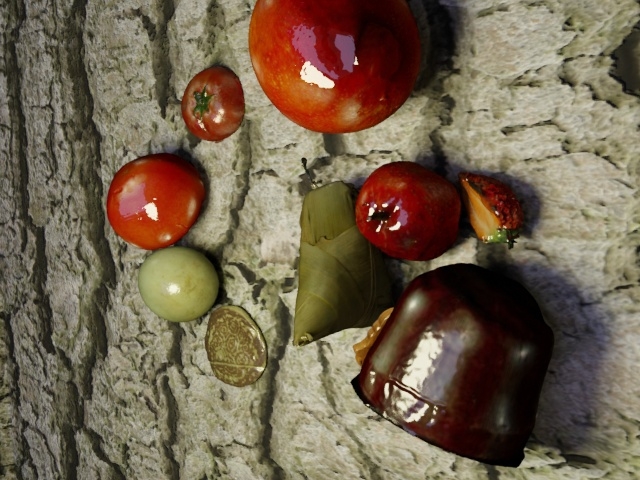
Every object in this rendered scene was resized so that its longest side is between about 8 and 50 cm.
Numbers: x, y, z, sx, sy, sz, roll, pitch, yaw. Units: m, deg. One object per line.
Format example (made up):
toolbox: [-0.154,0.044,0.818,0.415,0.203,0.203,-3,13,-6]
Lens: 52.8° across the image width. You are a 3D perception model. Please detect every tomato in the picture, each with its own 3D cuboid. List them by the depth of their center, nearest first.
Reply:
tomato: [-0.318,-0.392,1.845,0.225,0.085,0.224,1,91,38]
tomato: [-0.488,-0.126,1.871,0.299,0.226,0.298,-23,45,25]

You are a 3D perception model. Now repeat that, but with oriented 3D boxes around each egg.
egg: [-0.424,0.122,1.890,0.296,0.219,0.218,17,105,52]

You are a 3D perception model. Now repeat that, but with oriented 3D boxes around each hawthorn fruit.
hawthorn fruit: [0.170,-0.065,1.370,0.230,0.266,0.210,46,114,25]

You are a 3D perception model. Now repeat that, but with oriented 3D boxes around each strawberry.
strawberry: [0.357,-0.068,1.331,0.192,0.085,0.140,-127,20,-63]

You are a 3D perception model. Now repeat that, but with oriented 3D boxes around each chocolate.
chocolate: [0.280,0.214,1.283,0.384,0.384,0.331,21,92,35]

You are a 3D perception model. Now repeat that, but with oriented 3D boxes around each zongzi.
zongzi: [0.000,0.000,1.438,0.182,0.418,0.446,-19,85,28]

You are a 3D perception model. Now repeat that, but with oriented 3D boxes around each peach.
peach: [0.033,-0.400,1.369,0.389,0.388,0.387,4,96,38]

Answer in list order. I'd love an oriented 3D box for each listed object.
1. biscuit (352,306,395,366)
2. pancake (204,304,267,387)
biscuit: [0.161,0.248,1.479,0.280,0.183,0.043,93,167,-45]
pancake: [-0.255,0.308,1.886,0.250,0.031,0.249,5,98,38]
